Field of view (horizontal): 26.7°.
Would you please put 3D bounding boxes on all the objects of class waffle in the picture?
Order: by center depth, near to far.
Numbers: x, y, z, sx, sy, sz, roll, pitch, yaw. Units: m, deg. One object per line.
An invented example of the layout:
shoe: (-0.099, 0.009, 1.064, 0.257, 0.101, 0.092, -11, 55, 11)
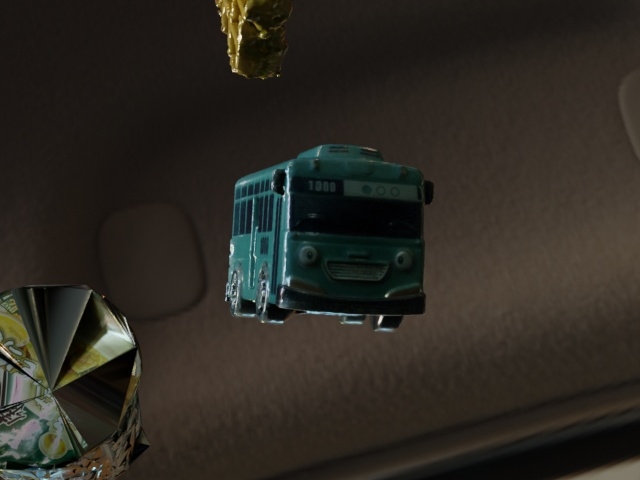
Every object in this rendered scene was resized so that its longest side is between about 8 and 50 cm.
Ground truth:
waffle: (-0.069, -0.319, 1.390, 0.057, 0.229, 0.219, -2, -43, -16)

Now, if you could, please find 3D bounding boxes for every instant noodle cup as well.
instant noodle cup: (-0.306, 0.186, 1.539, 0.240, 0.240, 0.178, -7, -30, -3)

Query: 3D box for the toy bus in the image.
toy bus: (0.000, 0.000, 1.129, 0.128, 0.256, 0.147, 3, -92, -13)
